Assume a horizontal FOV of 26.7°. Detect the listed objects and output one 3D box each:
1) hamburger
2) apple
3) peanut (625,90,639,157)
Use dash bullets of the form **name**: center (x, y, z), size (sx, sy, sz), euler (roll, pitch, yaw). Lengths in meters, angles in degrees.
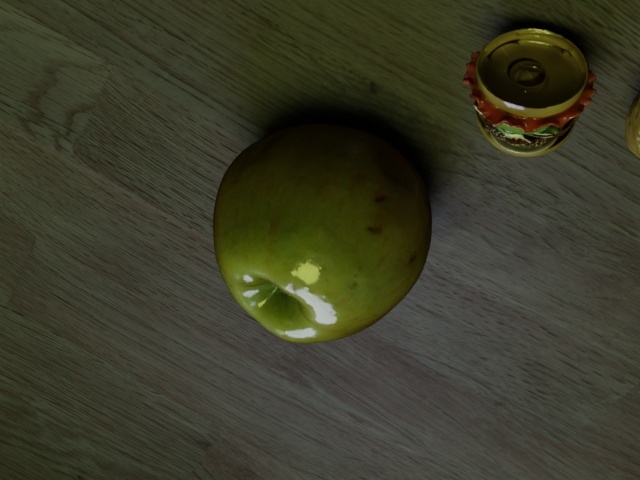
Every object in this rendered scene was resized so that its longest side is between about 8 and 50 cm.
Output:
- **hamburger**: center (0.280, -0.191, 1.810), size (0.175, 0.175, 0.137), euler (15, 150, 13)
- **apple**: center (0.000, 0.000, 2.024), size (0.339, 0.305, 0.338), euler (13, 138, 12)
- **peanut**: center (0.470, -0.196, 1.743), size (0.101, 0.117, 0.263), euler (7, 136, -11)
